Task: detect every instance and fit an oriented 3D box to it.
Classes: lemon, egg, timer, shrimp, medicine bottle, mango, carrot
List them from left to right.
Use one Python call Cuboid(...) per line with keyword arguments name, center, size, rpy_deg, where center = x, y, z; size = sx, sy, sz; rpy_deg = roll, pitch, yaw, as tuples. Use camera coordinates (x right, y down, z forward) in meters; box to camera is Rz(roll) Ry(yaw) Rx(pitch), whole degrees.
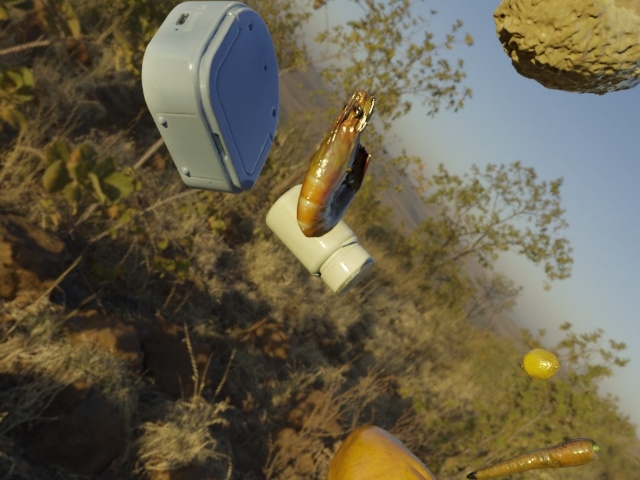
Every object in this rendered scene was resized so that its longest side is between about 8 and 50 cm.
Cuboid(name="timer", center=(-0.218, -0.324, 1.267), size=(0.395, 0.173, 0.396), rpy_deg=(6, 90, -74))
Cuboid(name="medicine bottle", center=(0.000, 0.000, 1.403), size=(0.258, 0.143, 0.143), rpy_deg=(47, 10, 15))
Cuboid(name="shrimp", center=(0.033, -0.114, 0.939), size=(0.068, 0.249, 0.150), rpy_deg=(32, 26, 23))
Cuboid(name="mango", center=(0.082, 0.322, 0.736), size=(0.227, 0.147, 0.110), rpy_deg=(-98, -179, -62))
Cuboid(name="carrot", center=(0.400, 0.423, 1.128), size=(0.049, 0.254, 0.049), rpy_deg=(-20, 90, -74))
Cuboid(name="lemon", center=(0.462, 0.261, 1.251), size=(0.065, 0.065, 0.092), rpy_deg=(48, -28, -14))
Cuboid(name="egg", center=(0.432, -0.366, 0.948), size=(0.310, 0.279, 0.279), rpy_deg=(-2, 40, -26))
